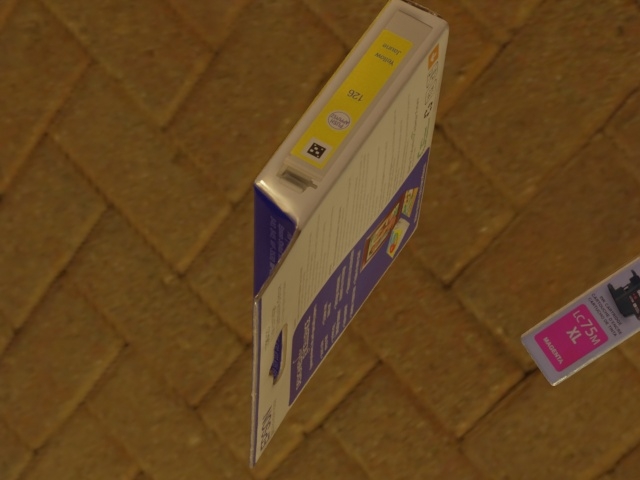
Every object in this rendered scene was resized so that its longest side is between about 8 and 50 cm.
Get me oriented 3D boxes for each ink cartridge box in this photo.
[{"bbox_3d":[0.000,0.000,1.229,0.072,0.307,0.304,30,150,15],"label":"ink cartridge box"},{"bbox_3d":[0.333,0.011,1.287,0.311,0.186,0.065,-39,82,20],"label":"ink cartridge box"}]
